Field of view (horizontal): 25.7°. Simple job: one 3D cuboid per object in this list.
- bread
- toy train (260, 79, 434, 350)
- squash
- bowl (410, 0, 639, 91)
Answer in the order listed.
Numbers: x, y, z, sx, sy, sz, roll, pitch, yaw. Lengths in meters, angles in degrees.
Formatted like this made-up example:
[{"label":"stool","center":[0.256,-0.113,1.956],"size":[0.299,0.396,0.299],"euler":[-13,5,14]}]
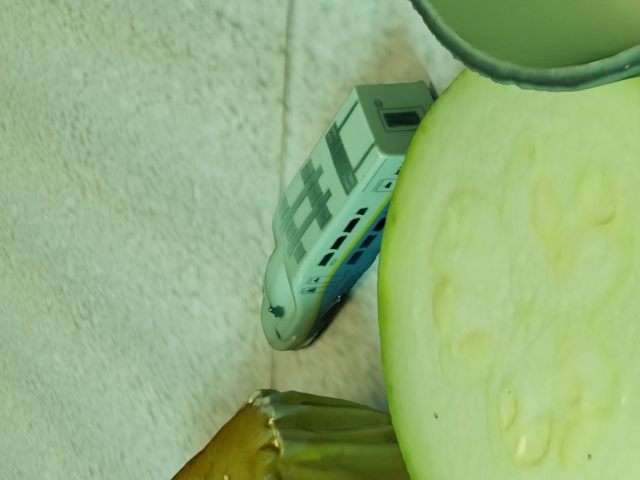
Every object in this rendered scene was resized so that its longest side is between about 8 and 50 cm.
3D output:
[{"label":"bread","center":[-0.035,0.201,0.839],"size":[0.288,0.119,0.152],"euler":[-49,52,52]},{"label":"toy train","center":[0.000,0.000,0.797],"size":[0.234,0.051,0.052],"euler":[-54,48,49]},{"label":"squash","center":[0.106,0.034,0.597],"size":[0.252,0.049,0.252],"euler":[-10,78,61]},{"label":"bowl","center":[0.125,-0.152,0.483],"size":[0.211,0.112,0.211],"euler":[-2,87,56]}]
